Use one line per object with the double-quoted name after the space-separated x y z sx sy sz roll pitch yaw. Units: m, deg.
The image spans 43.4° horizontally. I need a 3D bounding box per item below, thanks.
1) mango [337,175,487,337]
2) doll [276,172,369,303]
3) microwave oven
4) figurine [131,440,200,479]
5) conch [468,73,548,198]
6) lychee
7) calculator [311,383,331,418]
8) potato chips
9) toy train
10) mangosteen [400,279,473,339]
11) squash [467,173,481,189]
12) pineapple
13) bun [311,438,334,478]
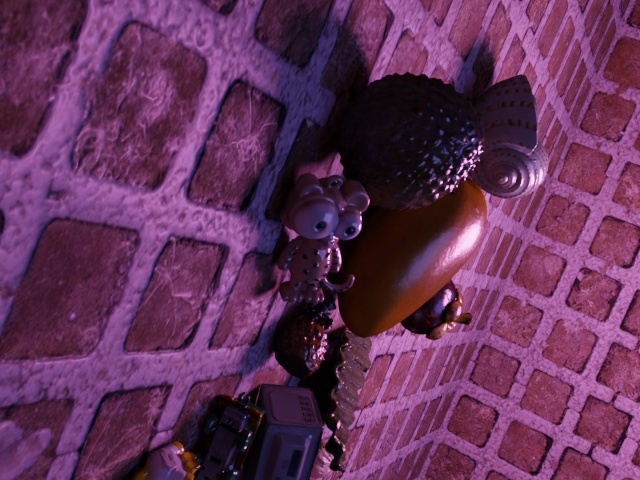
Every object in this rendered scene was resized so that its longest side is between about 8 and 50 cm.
0.196 0.021 1.804 0.446 0.232 0.300 -50 159 -12 "mango"
-0.002 0.001 1.465 0.154 0.119 0.278 -4 129 -14 "doll"
-0.078 0.425 1.658 0.162 0.122 0.208 -113 -146 -62 "microwave oven"
-0.273 0.437 1.392 0.129 0.109 0.178 -16 133 -27 "figurine"
0.476 -0.276 2.121 0.319 0.215 0.303 -94 175 -53 "conch"
0.162 -0.181 1.484 0.255 0.274 0.255 -7 98 -53 "lychee"
-0.070 0.475 1.888 0.274 0.058 0.248 -6 119 -65 "calculator"
0.069 0.393 2.004 0.429 0.070 0.359 61 38 -74 "potato chips"
-0.175 0.389 1.538 0.228 0.091 0.136 -69 167 9 "toy train"
0.320 0.182 2.236 0.192 0.217 0.192 -56 162 -29 "mangosteen"
0.421 -0.102 2.333 0.094 0.094 0.341 -51 154 -30 "squash"
-0.018 0.188 1.668 0.108 0.108 0.198 90 24 -45 "pineapple"
0.006 0.593 2.156 0.115 0.069 0.115 -46 152 -34 "bun"
